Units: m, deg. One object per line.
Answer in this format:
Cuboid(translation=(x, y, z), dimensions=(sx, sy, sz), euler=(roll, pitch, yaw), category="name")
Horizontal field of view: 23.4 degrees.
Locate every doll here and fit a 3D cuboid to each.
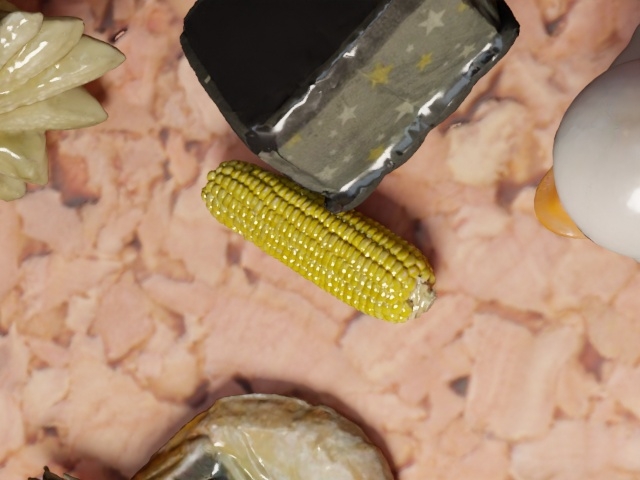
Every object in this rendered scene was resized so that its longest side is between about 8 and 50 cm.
Cuboid(translation=(0.259, -0.067, 1.021), dimensions=(0.251, 0.221, 0.221), euler=(-22, 81, 19), category="doll")

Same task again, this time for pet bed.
Cuboid(translation=(0.031, -0.147, 1.147), dimensions=(0.211, 0.159, 0.183), euler=(-46, 47, 13), category="pet bed")

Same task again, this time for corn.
Cuboid(translation=(0.000, 0.000, 1.193), dimensions=(0.206, 0.067, 0.067), euler=(29, 99, 20), category="corn")

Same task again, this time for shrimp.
Cuboid(translation=(-0.089, 0.197, 1.226), dimensions=(0.317, 0.077, 0.168), euler=(8, 82, 16), category="shrimp")

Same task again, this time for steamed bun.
Cuboid(translation=(-0.316, -0.132, 1.240), dimensions=(0.428, 0.247, 0.189), euler=(-52, 60, 31), category="steamed bun")
